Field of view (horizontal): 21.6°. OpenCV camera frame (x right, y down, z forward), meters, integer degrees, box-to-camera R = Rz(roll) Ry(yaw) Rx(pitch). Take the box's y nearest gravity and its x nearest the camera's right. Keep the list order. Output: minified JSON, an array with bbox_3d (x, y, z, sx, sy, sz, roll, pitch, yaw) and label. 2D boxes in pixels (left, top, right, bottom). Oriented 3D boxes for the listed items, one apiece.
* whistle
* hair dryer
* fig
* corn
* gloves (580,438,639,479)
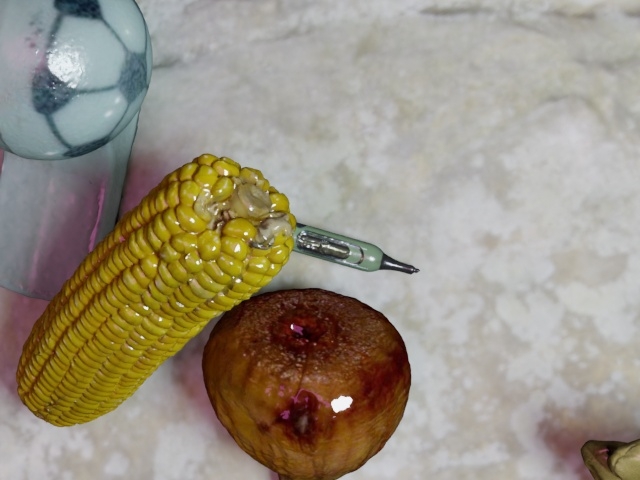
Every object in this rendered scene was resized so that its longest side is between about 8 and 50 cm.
[{"bbox_3d":[-0.202,-0.098,1.209,0.163,0.163,0.290,12,94,17],"label":"whistle"},{"bbox_3d":[0.000,0.000,1.204,0.150,0.071,0.047,14,99,-1],"label":"hair dryer"},{"bbox_3d":[-0.010,0.140,1.187,0.146,0.133,0.201,28,126,40],"label":"fig"},{"bbox_3d":[-0.131,0.045,1.167,0.313,0.102,0.102,-40,79,39],"label":"corn"},{"bbox_3d":[0.314,0.209,1.065,0.331,0.141,0.154,33,126,4],"label":"gloves"}]
